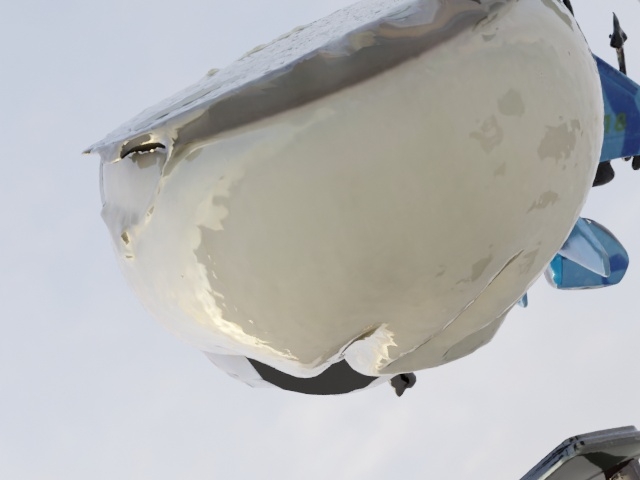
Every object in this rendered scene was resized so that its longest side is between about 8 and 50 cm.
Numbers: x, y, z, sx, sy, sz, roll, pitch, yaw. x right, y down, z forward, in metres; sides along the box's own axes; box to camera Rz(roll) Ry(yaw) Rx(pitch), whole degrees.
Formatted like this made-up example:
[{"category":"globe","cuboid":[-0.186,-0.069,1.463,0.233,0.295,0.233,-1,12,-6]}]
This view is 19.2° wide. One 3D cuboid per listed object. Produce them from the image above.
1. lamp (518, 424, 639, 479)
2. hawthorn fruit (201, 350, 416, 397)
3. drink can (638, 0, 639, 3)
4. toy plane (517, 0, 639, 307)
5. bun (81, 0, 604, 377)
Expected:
[{"category":"lamp","cuboid":[0.213,0.307,1.503,0.124,0.283,0.203,15,-45,-34]},{"category":"hawthorn fruit","cuboid":[-0.008,-0.013,1.587,0.316,0.316,0.316,-21,-46,-24]},{"category":"drink can","cuboid":[0.198,-0.236,1.230,0.097,0.235,0.097,-42,4,3]},{"category":"toy plane","cuboid":[0.056,-0.080,0.763,0.169,0.078,0.246,-20,-79,-19]},{"category":"bun","cuboid":[0.016,-0.015,0.630,0.173,0.173,0.120,-29,-78,-17]}]
